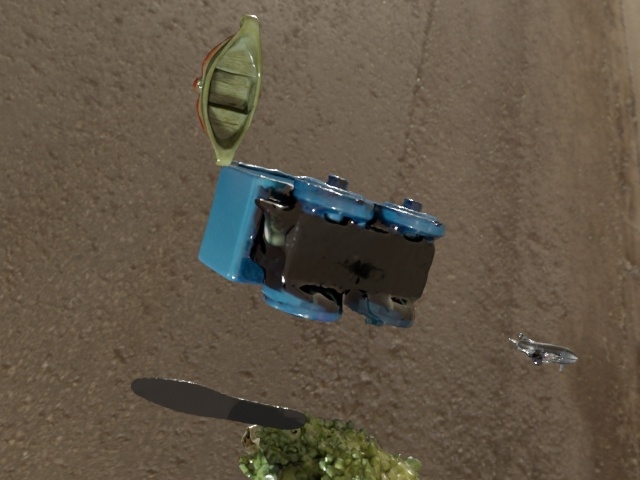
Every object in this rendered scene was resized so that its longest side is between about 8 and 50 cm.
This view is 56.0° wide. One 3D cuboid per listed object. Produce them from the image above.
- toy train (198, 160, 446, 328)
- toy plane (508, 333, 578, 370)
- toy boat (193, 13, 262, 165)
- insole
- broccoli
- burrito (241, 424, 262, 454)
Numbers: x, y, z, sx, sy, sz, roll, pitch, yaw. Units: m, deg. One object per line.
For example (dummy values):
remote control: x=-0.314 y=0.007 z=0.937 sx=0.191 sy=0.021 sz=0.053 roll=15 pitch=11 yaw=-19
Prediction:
toy train: x=0.000 y=0.000 z=0.839 sx=0.301 sy=0.265 sz=0.187 roll=11 pitch=99 yaw=-39
toy plane: x=0.275 y=0.138 z=0.741 sx=0.083 sy=0.031 sz=0.078 roll=20 pitch=13 yaw=-5
toy boat: x=-0.113 y=-0.189 z=0.757 sx=0.089 sy=0.071 sz=0.184 roll=5 pitch=108 yaw=-27
insole: x=-0.083 y=0.138 z=0.508 sx=0.153 sy=0.053 sz=0.002 roll=16 pitch=44 yaw=-15
broccoli: x=0.016 y=0.324 z=0.671 sx=0.235 sy=0.288 sz=0.259 roll=-55 pitch=129 yaw=-26
burrito: x=-0.066 y=0.358 z=1.040 sx=0.082 sy=0.275 sz=0.059 roll=29 pitch=76 yaw=27
